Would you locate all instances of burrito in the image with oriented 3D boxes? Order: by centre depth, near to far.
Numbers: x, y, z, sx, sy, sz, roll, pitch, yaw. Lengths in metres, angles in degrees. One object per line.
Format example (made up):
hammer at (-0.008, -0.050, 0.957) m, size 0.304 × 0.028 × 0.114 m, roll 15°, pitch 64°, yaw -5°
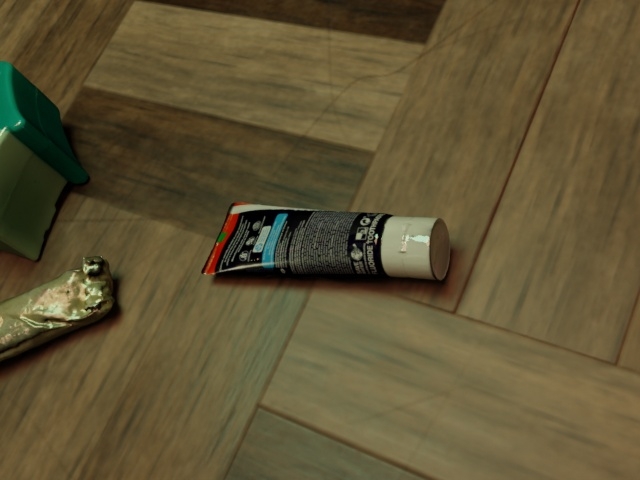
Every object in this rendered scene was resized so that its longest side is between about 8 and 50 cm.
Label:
burrito at (-0.247, 0.068, 0.632) m, size 0.171 × 0.042 × 0.051 m, roll -23°, pitch 62°, yaw 4°

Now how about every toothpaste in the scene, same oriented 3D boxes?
toothpaste at (0.000, 0.000, 0.578) m, size 0.193 × 0.045 × 0.071 m, roll 1°, pitch 56°, yaw 27°

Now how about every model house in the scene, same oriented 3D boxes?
model house at (-0.292, -0.075, 0.686) m, size 0.127 × 0.100 × 0.149 m, roll 15°, pitch 73°, yaw 25°
